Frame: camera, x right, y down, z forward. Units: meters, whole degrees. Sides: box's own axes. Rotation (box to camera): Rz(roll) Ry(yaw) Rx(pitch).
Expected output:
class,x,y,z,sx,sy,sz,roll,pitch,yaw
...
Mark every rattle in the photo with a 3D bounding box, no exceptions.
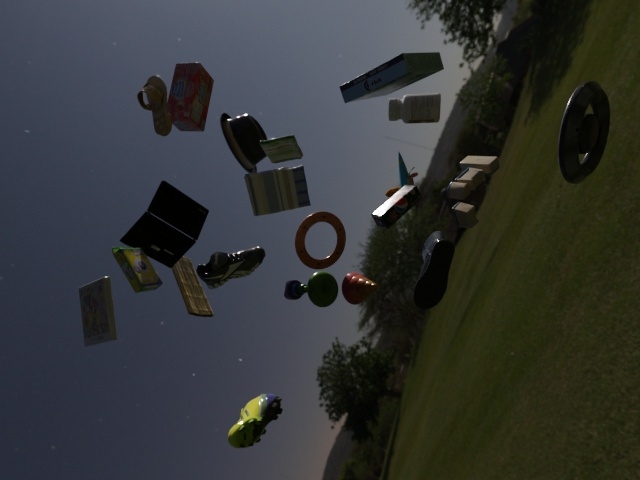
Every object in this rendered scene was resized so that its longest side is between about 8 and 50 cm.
class,x,y,z,sx,sy,sz,roll,pitch,yaw
rattle,0.413,-0.298,2.047,0.199,0.143,0.130,50,-136,-81

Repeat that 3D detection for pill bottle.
class,x,y,z,sx,sy,sz,roll,pitch,yaw
pill bottle,0.434,-0.609,1.850,0.131,0.230,0.131,2,-90,-76

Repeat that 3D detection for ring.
class,x,y,z,sx,sy,sz,roll,pitch,yaw
ring,0.000,0.000,2.291,0.337,0.032,0.336,-6,-79,-31

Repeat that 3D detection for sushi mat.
class,x,y,z,sx,sy,sz,roll,pitch,yaw
sushi mat,-0.566,0.192,1.736,0.019,0.316,0.151,-36,-24,11

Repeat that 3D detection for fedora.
class,x,y,z,sx,sy,sz,roll,pitch,yaw
fedora,-0.357,-0.504,1.995,0.334,0.153,0.334,60,-168,-21

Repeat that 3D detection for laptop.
class,x,y,z,sx,sy,sz,roll,pitch,yaw
laptop,-0.625,-0.062,1.626,0.264,0.136,0.234,-44,-54,12

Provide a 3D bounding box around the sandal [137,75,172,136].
class,x,y,z,sx,sy,sz,roll,pitch,yaw
sandal,-0.546,-0.452,1.287,0.079,0.088,0.239,13,-126,-61

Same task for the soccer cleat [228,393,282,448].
class,x,y,z,sx,sy,sz,roll,pitch,yaw
soccer cleat,-0.238,0.614,1.367,0.289,0.121,0.093,-13,-79,-66

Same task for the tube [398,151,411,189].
class,x,y,z,sx,sy,sz,roll,pitch,yaw
tube,0.376,-0.300,1.804,0.080,0.052,0.207,55,-151,-60

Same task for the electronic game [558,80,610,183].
class,x,y,z,sx,sy,sz,roll,pitch,yaw
electronic game,0.606,-0.245,0.921,0.229,0.048,0.229,-12,-71,-37

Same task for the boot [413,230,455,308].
class,x,y,z,sx,sy,sz,roll,pitch,yaw
boot,0.383,0.095,1.360,0.207,0.094,0.246,-31,-42,-76

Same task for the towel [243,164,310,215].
class,x,y,z,sx,sy,sz,roll,pitch,yaw
towel,-0.201,-0.235,1.892,0.034,0.285,0.209,-110,10,-73

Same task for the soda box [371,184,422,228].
class,x,y,z,sx,sy,sz,roll,pitch,yaw
soda box,0.248,-0.111,1.296,0.169,0.060,0.053,-41,-64,-16

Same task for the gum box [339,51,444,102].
class,x,y,z,sx,sy,sz,roll,pitch,yaw
gum box,0.156,-0.352,0.864,0.184,0.157,0.041,-30,-76,-47

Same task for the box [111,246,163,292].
class,x,y,z,sx,sy,sz,roll,pitch,yaw
box,-0.622,0.089,1.356,0.043,0.179,0.105,-39,-10,12

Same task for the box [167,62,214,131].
class,x,y,z,sx,sy,sz,roll,pitch,yaw
box,-0.557,-0.609,1.708,0.128,0.123,0.256,46,-130,-73

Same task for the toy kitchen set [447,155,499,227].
class,x,y,z,sx,sy,sz,roll,pitch,yaw
toy kitchen set,0.523,-0.170,1.396,0.207,0.122,0.166,-39,-60,-19

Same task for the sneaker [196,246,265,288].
class,x,y,z,sx,sy,sz,roll,pitch,yaw
sneaker,-0.285,0.072,1.238,0.106,0.234,0.078,49,-159,-44

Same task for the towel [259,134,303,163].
class,x,y,z,sx,sy,sz,roll,pitch,yaw
towel,-0.122,-0.286,1.275,0.152,0.113,0.023,51,-152,-78

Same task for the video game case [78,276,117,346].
class,x,y,z,sx,sy,sz,roll,pitch,yaw
video game case,-0.820,0.264,1.466,0.026,0.206,0.226,2,-107,-54

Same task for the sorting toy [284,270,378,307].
class,x,y,z,sx,sy,sz,roll,pitch,yaw
sorting toy,0.058,0.164,1.374,0.366,0.126,0.126,4,-100,-35
